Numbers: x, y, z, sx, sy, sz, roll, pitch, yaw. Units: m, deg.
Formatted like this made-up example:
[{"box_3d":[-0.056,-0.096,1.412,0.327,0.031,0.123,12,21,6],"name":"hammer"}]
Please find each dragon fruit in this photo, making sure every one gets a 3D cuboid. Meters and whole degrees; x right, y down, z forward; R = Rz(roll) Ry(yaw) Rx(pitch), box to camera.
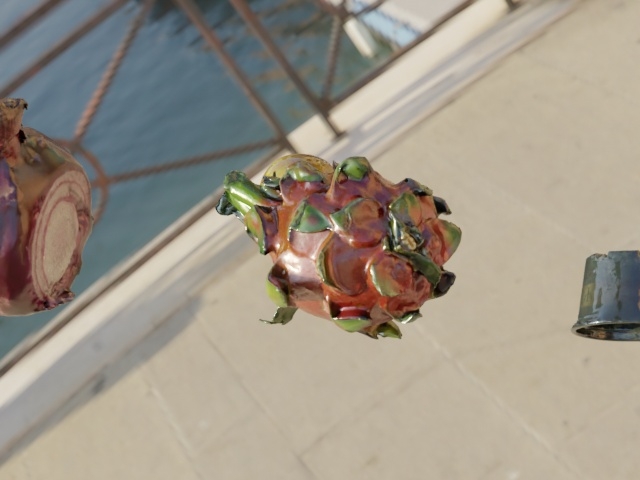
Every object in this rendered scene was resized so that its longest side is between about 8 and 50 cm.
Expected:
[{"box_3d":[0.000,0.004,1.135,0.236,0.135,0.137,7,69,31],"name":"dragon fruit"}]

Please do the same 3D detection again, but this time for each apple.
[{"box_3d":[-0.021,-0.058,1.857,0.102,0.114,0.099,-15,61,39],"name":"apple"}]

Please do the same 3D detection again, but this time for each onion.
[{"box_3d":[-0.278,-0.040,1.214,0.135,0.198,0.173,0,37,12],"name":"onion"}]

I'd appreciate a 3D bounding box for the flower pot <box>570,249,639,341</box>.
[{"box_3d":[0.409,0.072,1.896,0.157,0.157,0.107,-11,72,39],"name":"flower pot"}]
